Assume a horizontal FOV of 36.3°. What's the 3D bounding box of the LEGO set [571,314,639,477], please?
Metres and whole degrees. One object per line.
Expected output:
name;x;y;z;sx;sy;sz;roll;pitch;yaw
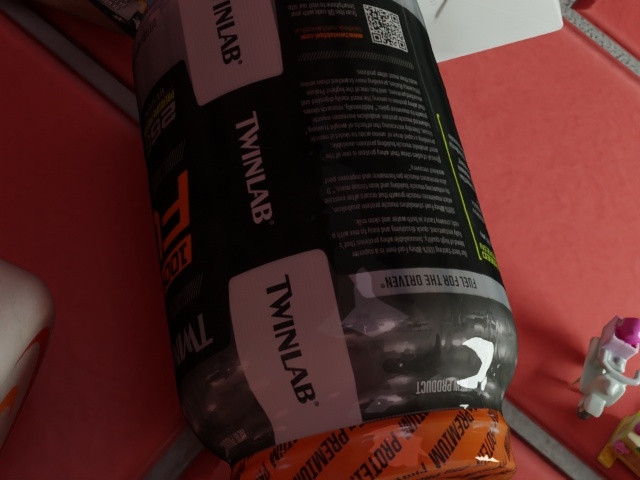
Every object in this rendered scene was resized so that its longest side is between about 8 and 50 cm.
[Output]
LEGO set;0.328;0.158;0.713;0.287;0.107;0.132;24;57;-6

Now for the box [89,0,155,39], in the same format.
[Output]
box;-0.104;-0.181;0.713;0.137;0.094;0.027;40;19;-37

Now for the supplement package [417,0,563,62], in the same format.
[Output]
supplement package;0.097;-0.289;0.793;0.149;0.194;0.203;-11;58;22

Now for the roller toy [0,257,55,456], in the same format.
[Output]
roller toy;-0.239;0.080;0.494;0.146;0.209;0.191;25;77;-6

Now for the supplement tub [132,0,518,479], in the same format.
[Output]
supplement tub;0.000;0.000;0.619;0.207;0.207;0.338;-2;63;-21

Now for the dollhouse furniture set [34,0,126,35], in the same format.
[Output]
dollhouse furniture set;-0.169;-0.339;0.835;0.303;0.174;0.355;21;33;-6
